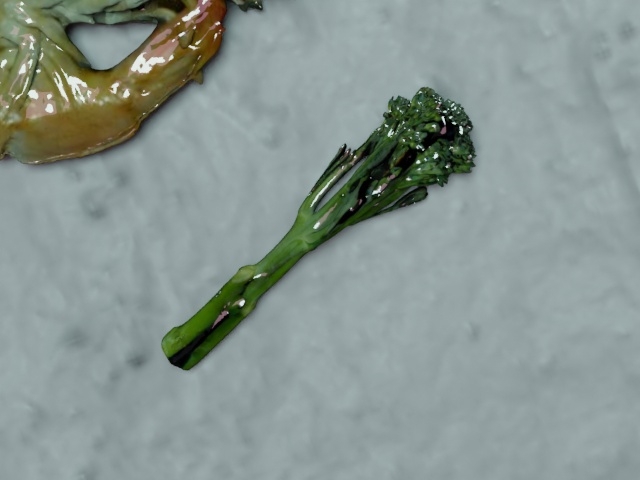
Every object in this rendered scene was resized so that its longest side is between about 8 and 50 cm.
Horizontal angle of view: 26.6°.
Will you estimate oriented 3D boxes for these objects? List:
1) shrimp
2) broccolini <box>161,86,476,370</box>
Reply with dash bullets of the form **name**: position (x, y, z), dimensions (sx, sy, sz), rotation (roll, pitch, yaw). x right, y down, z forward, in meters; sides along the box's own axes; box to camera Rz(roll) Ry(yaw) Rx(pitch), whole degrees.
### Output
- **shrimp**: position (-0.073, -0.082, 0.480), dimensions (0.180, 0.041, 0.099), rotation (-8, 93, 7)
- **broccolini**: position (0.000, 0.000, 0.487), dimensions (0.140, 0.030, 0.035), rotation (-44, 123, 12)
